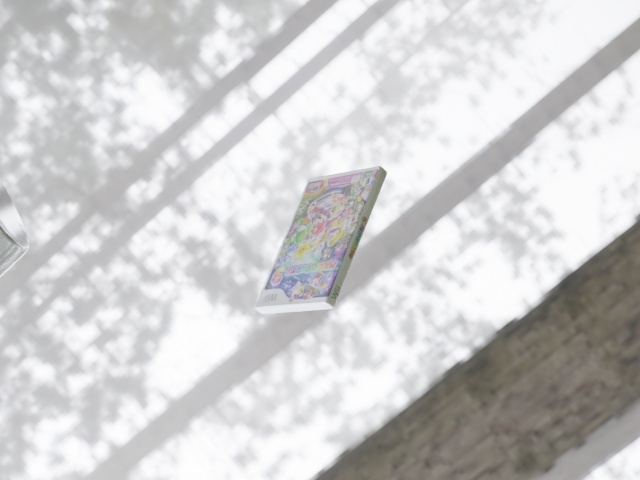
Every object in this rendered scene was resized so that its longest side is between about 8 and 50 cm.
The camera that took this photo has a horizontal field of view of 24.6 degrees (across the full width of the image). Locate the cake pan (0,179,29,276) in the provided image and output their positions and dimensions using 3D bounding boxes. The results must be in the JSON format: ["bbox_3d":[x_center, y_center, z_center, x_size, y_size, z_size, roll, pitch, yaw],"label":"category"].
[{"bbox_3d":[-0.363,-0.085,1.367,0.293,0.054,0.293,58,177,4],"label":"cake pan"}]

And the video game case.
[{"bbox_3d":[0.000,0.000,1.131,0.011,0.087,0.122,38,-118,-32],"label":"video game case"}]
